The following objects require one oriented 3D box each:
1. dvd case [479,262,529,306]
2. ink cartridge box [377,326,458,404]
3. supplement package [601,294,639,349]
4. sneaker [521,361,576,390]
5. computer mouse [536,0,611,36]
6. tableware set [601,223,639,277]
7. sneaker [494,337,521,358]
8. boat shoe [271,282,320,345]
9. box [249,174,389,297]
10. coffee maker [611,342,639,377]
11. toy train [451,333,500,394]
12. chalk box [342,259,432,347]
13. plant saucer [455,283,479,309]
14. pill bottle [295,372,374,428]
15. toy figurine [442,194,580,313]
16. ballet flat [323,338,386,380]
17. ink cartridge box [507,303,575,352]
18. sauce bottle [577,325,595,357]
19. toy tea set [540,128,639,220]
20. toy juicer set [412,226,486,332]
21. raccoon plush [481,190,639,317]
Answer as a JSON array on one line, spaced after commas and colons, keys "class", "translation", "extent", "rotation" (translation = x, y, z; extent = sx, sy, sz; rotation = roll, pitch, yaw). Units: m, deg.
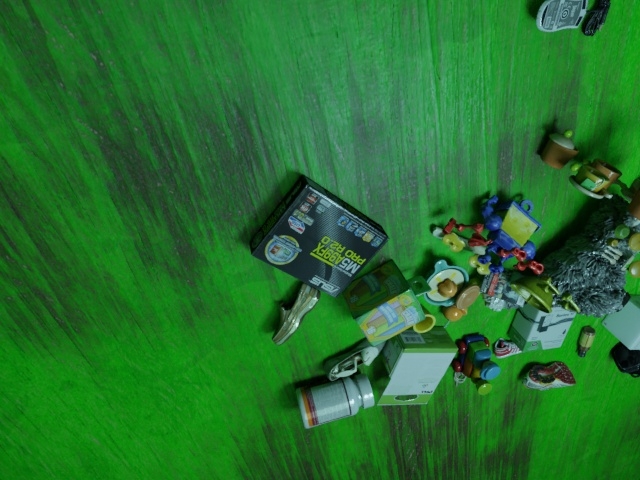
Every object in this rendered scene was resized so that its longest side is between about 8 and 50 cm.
[{"class": "dvd case", "translation": [0.511, 0.122, 1.255], "extent": [0.013, 0.119, 0.087], "rotation": [-4, 112, -66]}, {"class": "ink cartridge box", "translation": [0.279, 0.391, 1.409], "extent": [0.188, 0.097, 0.255], "rotation": [5, 123, -19]}, {"class": "supplement package", "translation": [1.128, 0.281, 1.555], "extent": [0.243, 0.134, 0.139], "rotation": [5, 120, -19]}, {"class": "sneaker", "translation": [0.825, 0.494, 1.649], "extent": [0.225, 0.088, 0.093], "rotation": [7, 140, -20]}, {"class": "computer mouse", "translation": [0.524, -0.483, 0.953], "extent": [0.192, 0.042, 0.106], "rotation": [-10, 129, -17]}, {"class": "tableware set", "translation": [0.790, 0.030, 1.150], "extent": [0.154, 0.024, 0.104], "rotation": [31, 102, -6]}, {"class": "sneaker", "translation": [0.634, 0.347, 1.512], "extent": [0.118, 0.042, 0.067], "rotation": [-24, 128, 3]}, {"class": "boat shoe", "translation": [-0.081, 0.190, 1.202], "extent": [0.072, 0.068, 0.190], "rotation": [33, 99, -18]}, {"class": "box", "translation": [0.000, 0.000, 1.099], "extent": [0.270, 0.060, 0.216], "rotation": [31, 109, -30]}, {"class": "coffee maker", "translation": [1.179, 0.454, 1.689], "extent": [0.178, 0.120, 0.171], "rotation": [14, 117, -23]}, {"class": "toy train", "translation": [0.500, 0.439, 1.471], "extent": [0.105, 0.143, 0.248], "rotation": [-6, 123, -12]}, {"class": "chalk box", "translation": [0.186, 0.155, 1.208], "extent": [0.213, 0.132, 0.132], "rotation": [-31, 125, 3]}, {"class": "plant saucer", "translation": [0.409, 0.158, 1.260], "extent": [0.083, 0.013, 0.084], "rotation": [-20, 132, -24]}, {"class": "pill bottle", "translation": [0.043, 0.481, 1.381], "extent": [0.221, 0.121, 0.121], "rotation": [-13, 124, -8]}, {"class": "toy figurine", "translation": [0.513, -0.005, 1.146], "extent": [0.362, 0.191, 0.217], "rotation": [37, 73, -6]}, {"class": "ballet flat", "translation": [0.112, 0.355, 1.353], "extent": [0.213, 0.068, 0.072], "rotation": [-27, 125, 2]}, {"class": "ink cartridge box", "translation": [0.707, 0.242, 1.438], "extent": [0.152, 0.087, 0.209], "rotation": [-4, 122, -14]}, {"class": "sauce bottle", "translation": [0.936, 0.361, 1.608], "extent": [0.042, 0.042, 0.128], "rotation": [-10, 126, -9]}, {"class": "toy tea set", "translation": [0.695, -0.165, 1.066], "extent": [0.335, 0.200, 0.124], "rotation": [25, 124, 0]}, {"class": "toy juicer set", "translation": [0.378, 0.119, 1.265], "extent": [0.209, 0.089, 0.329], "rotation": [0, 121, -15]}, {"class": "raccoon plush", "translation": [0.685, 0.046, 1.240], "extent": [0.446, 0.216, 0.299], "rotation": [-12, 117, -12]}]
